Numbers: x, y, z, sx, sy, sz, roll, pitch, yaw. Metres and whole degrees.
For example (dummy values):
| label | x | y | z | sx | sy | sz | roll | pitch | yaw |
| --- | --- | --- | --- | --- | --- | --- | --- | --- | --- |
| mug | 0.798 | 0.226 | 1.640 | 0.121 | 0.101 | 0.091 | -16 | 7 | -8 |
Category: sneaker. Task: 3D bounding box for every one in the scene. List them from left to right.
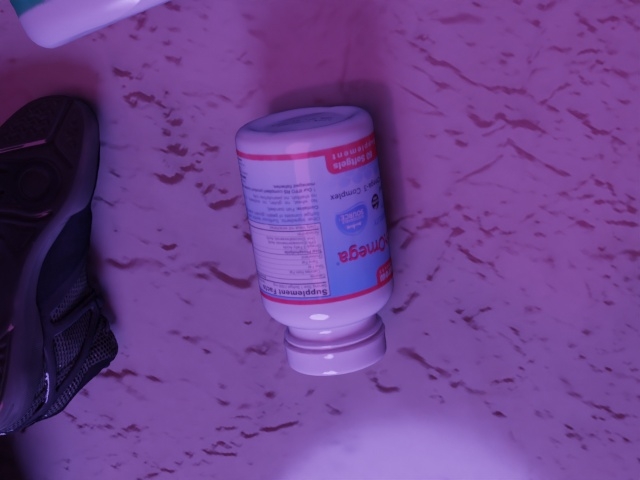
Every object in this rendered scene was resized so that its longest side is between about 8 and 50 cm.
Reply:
| label | x | y | z | sx | sy | sz | roll | pitch | yaw |
| --- | --- | --- | --- | --- | --- | --- | --- | --- | --- |
| sneaker | -0.189 | 0.020 | 0.814 | 0.087 | 0.130 | 0.227 | 7 | 82 | 14 |

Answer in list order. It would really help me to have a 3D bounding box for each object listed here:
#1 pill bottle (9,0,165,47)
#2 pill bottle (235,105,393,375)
| label | x | y | z | sx | sy | sz | roll | pitch | yaw |
| --- | --- | --- | --- | --- | --- | --- | --- | --- | --- |
| pill bottle | -0.134 | -0.302 | 0.622 | 0.204 | 0.204 | 0.361 | -20 | 104 | 17 |
| pill bottle | 0.000 | 0.000 | 0.758 | 0.087 | 0.087 | 0.160 | -5 | 108 | 13 |
